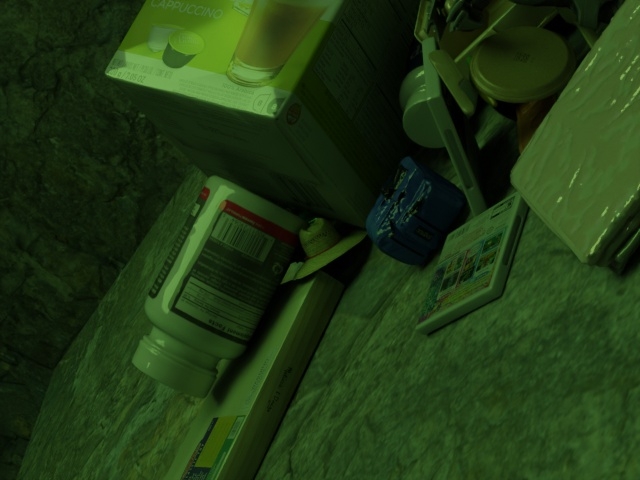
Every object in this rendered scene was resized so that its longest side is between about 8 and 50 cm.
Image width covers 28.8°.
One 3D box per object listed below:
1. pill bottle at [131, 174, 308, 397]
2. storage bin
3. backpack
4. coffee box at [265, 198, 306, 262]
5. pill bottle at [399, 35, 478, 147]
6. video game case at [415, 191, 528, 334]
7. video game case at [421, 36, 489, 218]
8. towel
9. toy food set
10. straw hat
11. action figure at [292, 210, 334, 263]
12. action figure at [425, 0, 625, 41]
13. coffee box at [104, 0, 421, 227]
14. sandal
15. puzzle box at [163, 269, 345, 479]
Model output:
[{"bbox_3d":[-0.163,0.074,1.927,0.318,0.176,0.176,-63,14,0],"label":"pill bottle"},{"bbox_3d":[0.264,-0.369,1.672,0.262,0.123,0.260,-42,18,31],"label":"storage bin"},{"bbox_3d":[0.116,-0.031,1.591,0.120,0.098,0.101,-55,18,11],"label":"backpack"},{"bbox_3d":[-0.073,-0.055,2.100,0.113,0.184,0.040,-60,16,-13],"label":"coffee box"},{"bbox_3d":[0.170,-0.219,1.766,0.112,0.112,0.186,-46,19,40],"label":"pill bottle"},{"bbox_3d":[0.175,0.026,1.439,0.157,0.019,0.143,-36,27,55],"label":"video game case"},{"bbox_3d":[0.165,-0.141,1.538,0.022,0.173,0.190,-19,27,13],"label":"video game case"},{"bbox_3d":[0.325,-0.148,1.230,0.332,0.053,0.317,-56,16,13],"label":"towel"},{"bbox_3d":[0.236,-0.204,1.462,0.192,0.038,0.132,-20,50,-2],"label":"toy food set"},{"bbox_3d":[0.000,0.000,1.873,0.144,0.061,0.144,-33,4,3],"label":"straw hat"},{"bbox_3d":[-0.030,-0.003,2.030,0.232,0.063,0.137,-42,16,12],"label":"action figure"},{"bbox_3d":[0.231,-0.312,1.467,0.285,0.099,0.185,3,58,27],"label":"action figure"},{"bbox_3d":[-0.048,-0.270,1.891,0.338,0.338,0.334,18,74,33],"label":"coffee box"},{"bbox_3d":[0.248,-0.187,1.512,0.102,0.076,0.265,-50,16,28],"label":"sandal"},{"bbox_3d":[-0.116,0.246,1.892,0.409,0.052,0.272,-64,16,-18],"label":"puzzle box"}]
